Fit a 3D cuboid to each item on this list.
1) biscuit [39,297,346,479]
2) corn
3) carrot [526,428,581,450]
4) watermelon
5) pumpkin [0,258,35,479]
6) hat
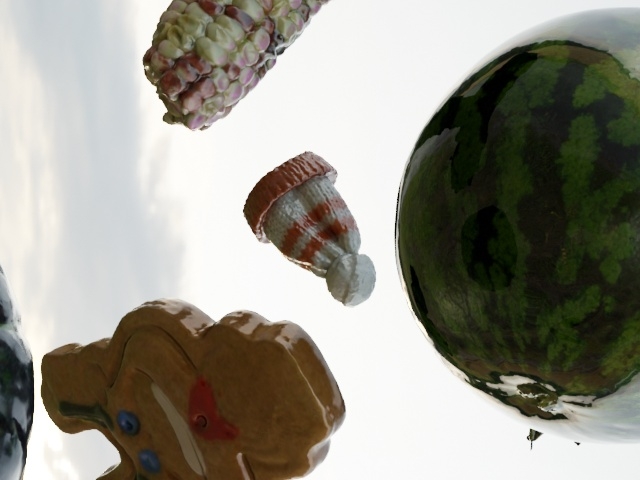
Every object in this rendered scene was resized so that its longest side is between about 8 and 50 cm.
[{"bbox_3d":[-0.113,0.147,0.938,0.334,0.047,0.202,-23,-85,43],"label":"biscuit"},{"bbox_3d":[-0.019,-0.187,0.748,0.280,0.092,0.092,-51,-163,-17],"label":"corn"},{"bbox_3d":[0.354,0.104,1.212,0.193,0.331,0.214,64,9,-46],"label":"carrot"},{"bbox_3d":[0.192,-0.007,0.761,0.285,0.285,0.285,-179,-90,-66],"label":"watermelon"},{"bbox_3d":[-0.300,0.076,0.572,0.241,0.323,0.323,-23,-114,40],"label":"pumpkin"},{"bbox_3d":[0.000,0.000,1.144,0.162,0.093,0.112,49,-65,22],"label":"hat"}]
